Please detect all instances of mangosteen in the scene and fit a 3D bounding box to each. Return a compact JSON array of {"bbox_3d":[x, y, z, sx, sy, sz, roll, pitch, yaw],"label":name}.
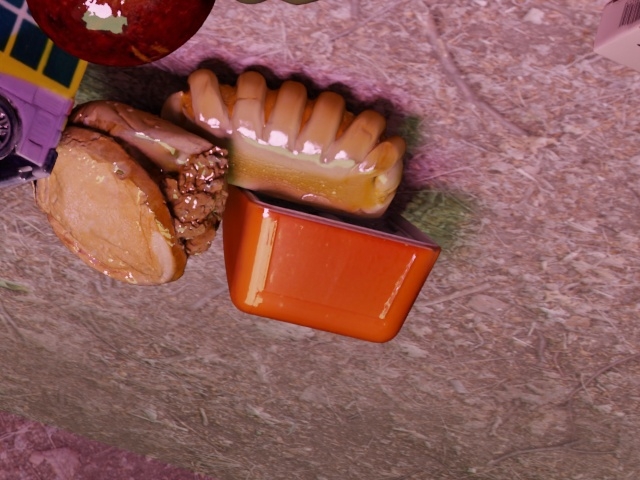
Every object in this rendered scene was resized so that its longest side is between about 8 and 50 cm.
[{"bbox_3d":[-0.216,-0.292,1.959,0.215,0.215,0.257,17,-178,-8],"label":"mangosteen"}]

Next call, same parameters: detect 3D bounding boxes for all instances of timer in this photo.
[{"bbox_3d":[0.000,0.000,2.386,0.257,0.250,0.161,13,113,-13],"label":"timer"}]

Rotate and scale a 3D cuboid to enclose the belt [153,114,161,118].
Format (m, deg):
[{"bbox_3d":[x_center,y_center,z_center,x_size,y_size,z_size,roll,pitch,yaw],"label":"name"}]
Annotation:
[{"bbox_3d":[-0.242,-0.076,2.444,0.126,0.140,0.230,3,146,22],"label":"belt"}]

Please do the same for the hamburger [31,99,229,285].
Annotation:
[{"bbox_3d":[-0.235,-0.064,2.232,0.286,0.146,0.243,-11,127,47],"label":"hamburger"}]

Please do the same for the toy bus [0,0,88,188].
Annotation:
[{"bbox_3d":[-0.501,-0.250,2.091,0.440,0.249,0.209,29,160,-30],"label":"toy bus"}]

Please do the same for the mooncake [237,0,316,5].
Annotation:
[{"bbox_3d":[-0.086,-0.379,1.692,0.356,0.194,0.356,12,150,7],"label":"mooncake"}]

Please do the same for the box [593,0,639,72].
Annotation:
[{"bbox_3d":[0.493,-0.185,1.920,0.353,0.069,0.214,19,167,-15],"label":"box"}]

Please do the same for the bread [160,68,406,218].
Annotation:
[{"bbox_3d":[-0.044,-0.131,2.260,0.311,0.121,0.173,17,155,-1],"label":"bread"}]
